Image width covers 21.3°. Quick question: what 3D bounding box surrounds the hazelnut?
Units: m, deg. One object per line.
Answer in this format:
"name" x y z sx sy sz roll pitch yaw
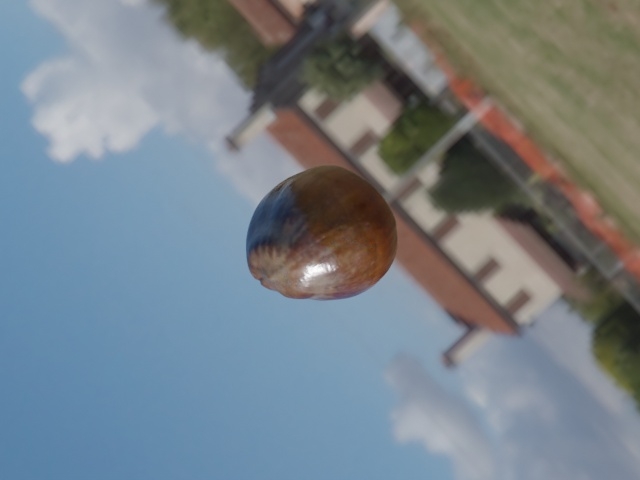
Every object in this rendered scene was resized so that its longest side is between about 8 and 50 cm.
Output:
"hazelnut" 0.000 0.000 0.937 0.086 0.086 0.086 46 -174 -6
